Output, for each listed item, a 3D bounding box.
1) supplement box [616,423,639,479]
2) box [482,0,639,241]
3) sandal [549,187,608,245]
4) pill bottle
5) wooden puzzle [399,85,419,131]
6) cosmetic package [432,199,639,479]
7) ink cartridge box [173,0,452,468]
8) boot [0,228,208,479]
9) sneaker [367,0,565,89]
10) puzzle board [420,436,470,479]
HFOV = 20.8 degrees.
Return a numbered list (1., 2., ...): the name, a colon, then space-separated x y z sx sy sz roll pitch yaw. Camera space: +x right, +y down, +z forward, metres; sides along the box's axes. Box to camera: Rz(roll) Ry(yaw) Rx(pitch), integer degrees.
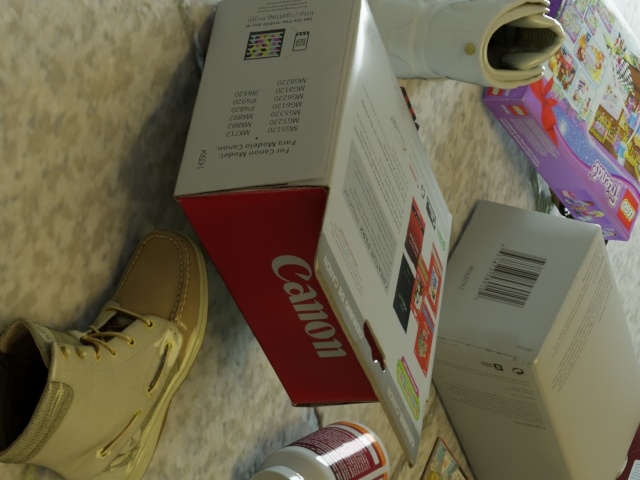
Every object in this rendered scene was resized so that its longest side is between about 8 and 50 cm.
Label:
1. supplement box: 0.394 0.327 2.280 0.194 0.191 0.129 -65 150 -20
2. box: 0.303 -0.159 1.994 0.293 0.057 0.201 46 59 -43
3. sandal: 0.303 -0.073 2.099 0.090 0.060 0.219 -36 116 -44
4. pill bottle: -0.005 0.225 1.621 0.152 0.086 0.086 -16 115 -59
5. wooden puzzle: 0.076 -0.117 1.713 0.049 0.006 0.083 -62 148 -26
6. cosmetic package: 0.249 0.148 1.982 0.197 0.155 0.365 -60 148 -28
7. ink cartridge box: 0.000 0.000 1.417 0.309 0.130 0.272 64 28 -49
8. boot: -0.166 0.075 1.280 0.165 0.077 0.213 34 72 -58
9. sneaker: 0.164 -0.192 1.672 0.292 0.169 0.108 -24 120 -58
10. puzzle board: 0.139 0.293 1.991 0.096 0.011 0.128 -65 150 -21
